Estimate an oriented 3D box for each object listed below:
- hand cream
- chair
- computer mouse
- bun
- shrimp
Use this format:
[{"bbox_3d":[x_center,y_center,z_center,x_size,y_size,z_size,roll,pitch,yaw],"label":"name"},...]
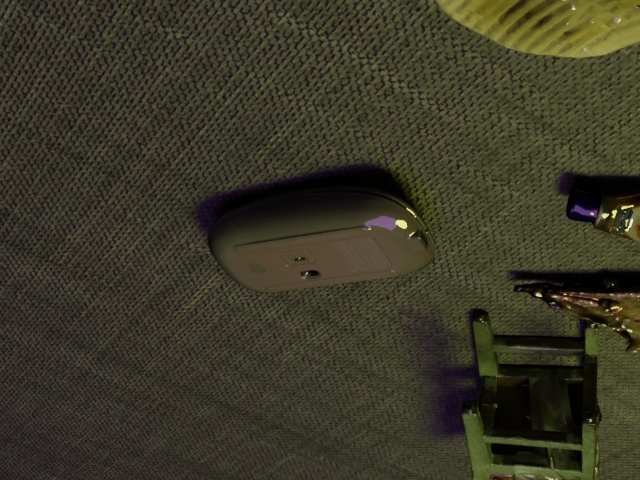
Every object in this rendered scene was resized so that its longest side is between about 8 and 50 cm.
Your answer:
[{"bbox_3d":[0.308,-0.024,1.062,0.163,0.039,0.062,9,127,-1],"label":"hand cream"},{"bbox_3d":[0.239,0.209,1.294,0.147,0.136,0.270,2,140,13],"label":"chair"},{"bbox_3d":[0.000,-0.001,1.145,0.232,0.057,0.120,-10,138,28],"label":"computer mouse"},{"bbox_3d":[0.166,-0.214,0.781,0.178,0.128,0.193,30,150,-24],"label":"bun"},{"bbox_3d":[0.327,0.088,1.178,0.262,0.066,0.117,4,142,11],"label":"shrimp"}]
